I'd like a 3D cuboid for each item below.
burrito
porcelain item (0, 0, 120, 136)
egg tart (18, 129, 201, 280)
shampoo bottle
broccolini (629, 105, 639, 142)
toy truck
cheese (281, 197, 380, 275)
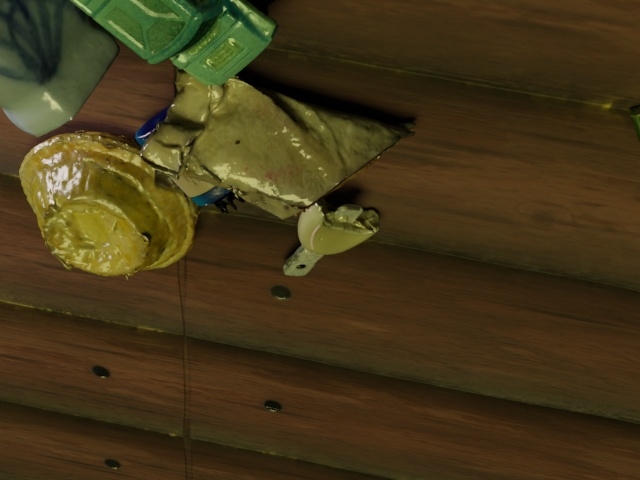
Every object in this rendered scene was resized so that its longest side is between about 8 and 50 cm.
[{"bbox_3d":[-0.061,-0.122,1.510,0.347,0.107,0.175,15,102,-6],"label":"burrito"},{"bbox_3d":[-0.437,-0.316,1.338,0.178,0.243,0.405,-4,141,46],"label":"porcelain item"},{"bbox_3d":[-0.326,-0.040,1.695,0.290,0.115,0.290,6,137,6],"label":"egg tart"},{"bbox_3d":[-0.179,-0.111,1.618,0.087,0.050,0.183,-31,124,15],"label":"shampoo bottle"},{"bbox_3d":[0.466,-0.085,1.486,0.054,0.051,0.239,-13,125,35],"label":"broccolini"},{"bbox_3d":[-0.186,-0.307,1.336,0.279,0.156,0.155,38,133,-23],"label":"toy truck"},{"bbox_3d":[0.000,-0.001,1.680,0.127,0.050,0.235,3,152,-27],"label":"cheese"}]
